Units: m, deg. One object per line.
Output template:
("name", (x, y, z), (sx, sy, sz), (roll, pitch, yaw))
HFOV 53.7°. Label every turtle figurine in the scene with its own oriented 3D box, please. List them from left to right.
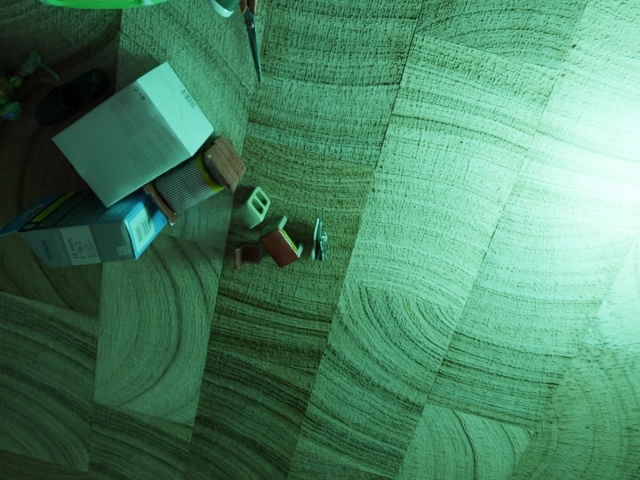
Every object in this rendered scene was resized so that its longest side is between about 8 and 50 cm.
("turtle figurine", (-0.758, -0.420, 1.454), (0.197, 0.274, 0.266), (-36, 106, -14))

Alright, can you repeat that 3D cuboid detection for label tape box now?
("label tape box", (-0.586, -0.039, 1.587), (0.347, 0.249, 0.115), (-7, 115, 11))

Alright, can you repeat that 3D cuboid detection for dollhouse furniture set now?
("dollhouse furniture set", (-0.232, -0.054, 1.585), (0.201, 0.152, 0.374), (-29, 110, 20))

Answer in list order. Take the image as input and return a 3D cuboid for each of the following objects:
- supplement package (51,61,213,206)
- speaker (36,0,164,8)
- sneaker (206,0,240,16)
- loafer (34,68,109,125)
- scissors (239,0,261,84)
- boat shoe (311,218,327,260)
("supplement package", (-0.433, -0.251, 1.488), (0.262, 0.198, 0.199), (-27, 111, 19))
("speaker", (-0.485, -0.576, 1.372), (0.296, 0.131, 0.131), (2, 117, 7))
("sneaker", (-0.243, -0.632, 1.316), (0.147, 0.104, 0.296), (-34, 106, 25))
("loafer", (-0.614, -0.344, 1.533), (0.223, 0.078, 0.076), (-26, 110, 19))
("scissors", (-0.169, -0.507, 1.426), (0.109, 0.021, 0.297), (10, 119, 2))
("boat shoe", (0.000, 0.000, 1.641), (0.038, 0.046, 0.125), (8, 120, 4))
